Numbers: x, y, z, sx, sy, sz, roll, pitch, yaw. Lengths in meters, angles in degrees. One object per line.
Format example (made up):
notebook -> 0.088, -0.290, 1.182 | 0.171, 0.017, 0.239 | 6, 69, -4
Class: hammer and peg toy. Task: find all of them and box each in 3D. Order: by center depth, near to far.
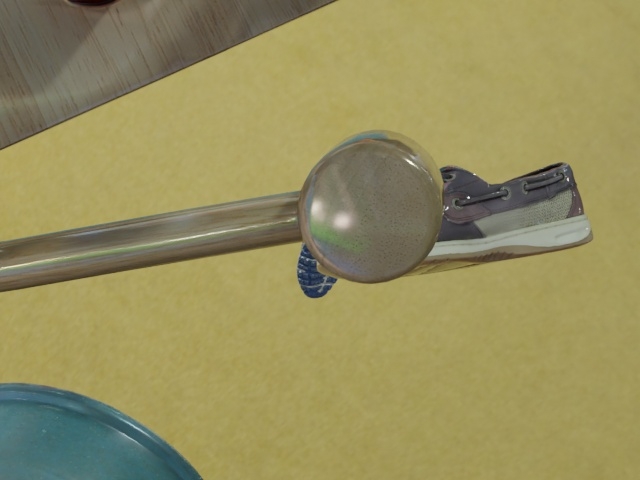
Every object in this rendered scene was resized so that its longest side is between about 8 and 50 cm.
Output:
hammer and peg toy -> -0.099, -0.122, 0.469 | 0.127, 0.266, 0.361 | -85, 153, -81

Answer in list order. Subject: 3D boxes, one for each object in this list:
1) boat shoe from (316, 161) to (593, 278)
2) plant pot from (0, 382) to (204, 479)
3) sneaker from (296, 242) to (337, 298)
boat shoe -> 0.119, -0.021, 1.123 | 0.285, 0.103, 0.092 | -7, 84, -27
plant pot -> -0.285, 0.358, 1.083 | 0.341, 0.341, 0.334 | 36, 34, -8
sneaker -> 0.000, 0.000, 1.469 | 0.052, 0.058, 0.135 | 5, 94, -1
